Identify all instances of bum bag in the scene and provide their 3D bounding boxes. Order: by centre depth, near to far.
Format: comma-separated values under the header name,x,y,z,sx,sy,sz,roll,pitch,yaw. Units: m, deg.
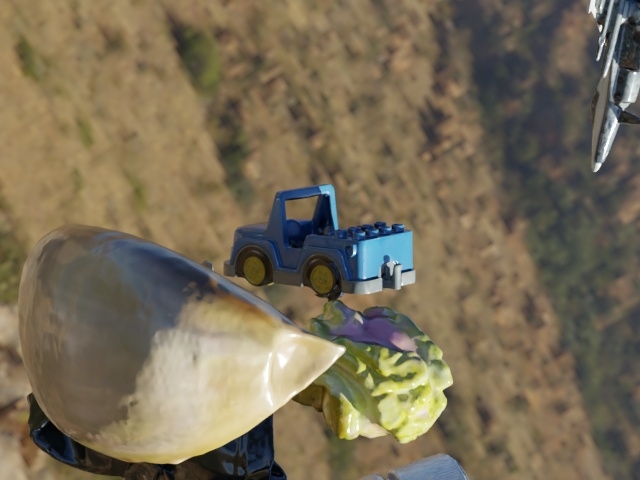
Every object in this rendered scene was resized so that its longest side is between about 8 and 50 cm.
name,x,y,z,sx,sy,sz,roll,pitch,yaw
bum bag,-0.180,0.208,2.101,0.080,0.326,0.142,22,82,-73

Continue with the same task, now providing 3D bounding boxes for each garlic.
name,x,y,z,sx,sy,sz,roll,pitch,yaw
garlic,-0.122,0.066,1.325,0.338,0.196,0.151,-162,-101,-73

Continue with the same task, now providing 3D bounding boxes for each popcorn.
name,x,y,z,sx,sy,sz,roll,pitch,yaw
popcorn,0.042,0.120,1.667,0.145,0.126,0.126,33,5,-8

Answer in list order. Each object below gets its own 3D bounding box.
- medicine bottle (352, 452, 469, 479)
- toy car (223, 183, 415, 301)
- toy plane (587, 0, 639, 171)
name,x,y,z,sx,sy,sz,roll,pitch,yaw
medicine bottle,0.014,0.363,1.999,0.190,0.332,0.190,161,-90,-83
toy car,0.000,0.000,1.796,0.097,0.191,0.100,-10,103,-51
toy plane,0.276,-0.174,1.637,0.160,0.082,0.234,-5,99,-49
